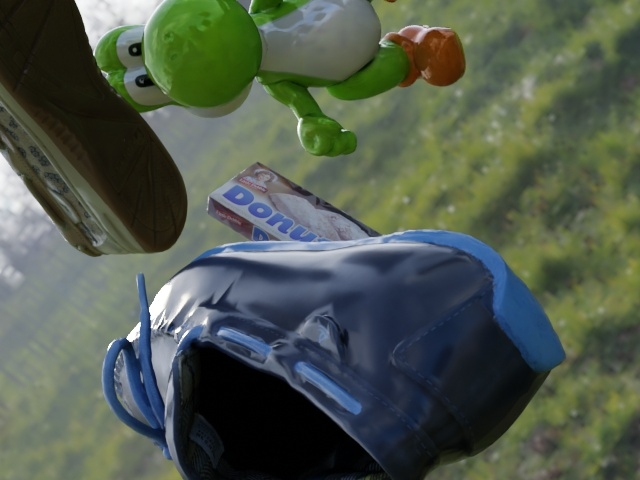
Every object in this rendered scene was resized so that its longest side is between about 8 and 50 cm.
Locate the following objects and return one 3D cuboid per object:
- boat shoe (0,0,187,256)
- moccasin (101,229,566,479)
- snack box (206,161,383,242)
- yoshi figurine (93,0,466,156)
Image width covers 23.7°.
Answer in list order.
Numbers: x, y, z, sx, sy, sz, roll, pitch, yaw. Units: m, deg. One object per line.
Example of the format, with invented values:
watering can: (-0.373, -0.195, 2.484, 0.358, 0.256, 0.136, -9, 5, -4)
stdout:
boat shoe: (-0.198, -0.097, 1.017, 0.089, 0.285, 0.104, -12, 31, 34)
moccasin: (-0.034, 0.068, 0.726, 0.117, 0.138, 0.342, -45, 9, -28)
snack box: (0.000, 0.000, 1.181, 0.064, 0.178, 0.022, -39, -29, -41)
yoshi figurine: (-0.031, -0.193, 1.470, 0.362, 0.203, 0.203, -15, -34, -19)
